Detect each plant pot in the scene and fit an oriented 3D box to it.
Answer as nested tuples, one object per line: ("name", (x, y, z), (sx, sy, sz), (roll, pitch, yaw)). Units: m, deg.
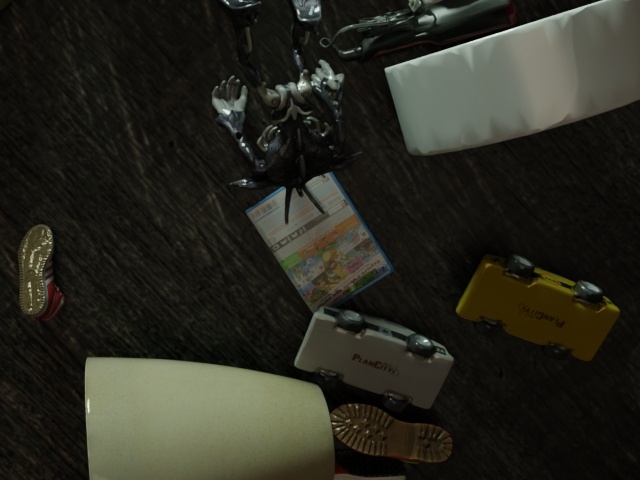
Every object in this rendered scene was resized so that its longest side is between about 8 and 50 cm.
("plant pot", (-0.129, 0.254, 0.966), (0.274, 0.256, 0.256), (-4, 101, -13))

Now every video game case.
("video game case", (0.000, 0.000, 1.018), (0.119, 0.015, 0.166), (-32, 99, 4))

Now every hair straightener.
("hair straightener", (0.106, -0.259, 0.929), (0.230, 0.089, 0.047), (-8, 67, 16))

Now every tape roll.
("tape roll", (0.216, -0.178, 0.854), (0.286, 0.286, 0.100), (-18, 100, 2))

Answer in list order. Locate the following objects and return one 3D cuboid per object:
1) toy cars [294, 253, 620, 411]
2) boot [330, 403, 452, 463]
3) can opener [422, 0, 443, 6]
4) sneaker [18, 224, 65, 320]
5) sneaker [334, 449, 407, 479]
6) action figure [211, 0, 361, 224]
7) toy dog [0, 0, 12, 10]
("toy cars", (0.163, 0.105, 1.008), (0.394, 0.087, 0.176), (-18, 112, 7))
("boot", (0.080, 0.254, 1.033), (0.158, 0.084, 0.059), (18, 69, -6))
("can opener", (0.241, -0.322, 0.928), (0.280, 0.093, 0.074), (-7, 100, -4))
("sneaker", (-0.349, 0.044, 1.013), (0.042, 0.067, 0.118), (-2, 71, 2))
("sneaker", (0.034, 0.325, 1.067), (0.161, 0.057, 0.075), (-5, 117, -1))
("action figure", (-0.041, -0.162, 0.930), (0.164, 0.141, 0.275), (-11, 127, -7))
("toy dog", (-0.342, -0.404, 0.862), (0.220, 0.161, 0.333), (27, 99, -6))
